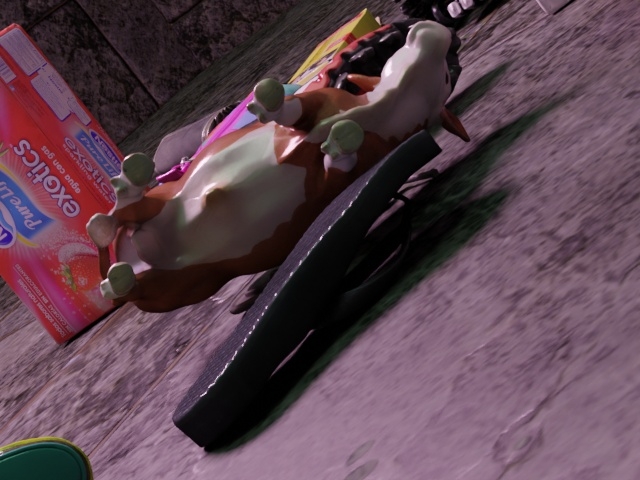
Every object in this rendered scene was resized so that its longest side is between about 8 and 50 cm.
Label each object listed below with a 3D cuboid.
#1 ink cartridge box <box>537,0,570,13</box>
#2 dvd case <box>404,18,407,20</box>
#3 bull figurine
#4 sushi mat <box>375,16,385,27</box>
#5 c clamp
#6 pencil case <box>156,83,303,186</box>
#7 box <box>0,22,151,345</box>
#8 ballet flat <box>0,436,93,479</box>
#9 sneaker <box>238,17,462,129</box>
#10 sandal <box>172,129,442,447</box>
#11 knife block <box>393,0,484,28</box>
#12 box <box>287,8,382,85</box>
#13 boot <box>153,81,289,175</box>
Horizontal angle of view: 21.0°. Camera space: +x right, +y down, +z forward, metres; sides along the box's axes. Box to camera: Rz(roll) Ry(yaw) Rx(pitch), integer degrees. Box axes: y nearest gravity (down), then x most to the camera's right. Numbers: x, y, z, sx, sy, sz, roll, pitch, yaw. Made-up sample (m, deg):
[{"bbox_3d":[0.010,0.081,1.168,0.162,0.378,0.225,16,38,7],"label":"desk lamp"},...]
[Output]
[{"bbox_3d":[0.259,-0.347,1.651,0.207,0.119,0.353,-36,11,14],"label":"ink cartridge box"},{"bbox_3d":[0.147,-0.300,2.154,0.087,0.013,0.119,-27,14,47],"label":"dvd case"},{"bbox_3d":[-0.030,-0.047,1.213,0.310,0.101,0.188,-36,-14,8],"label":"bull figurine"},{"bbox_3d":[-0.041,-0.190,2.309,0.316,0.019,0.151,-37,11,8],"label":"sushi mat"},{"bbox_3d":[0.000,0.000,1.287,0.160,0.022,0.137,-41,10,-21],"label":"c clamp"},{"bbox_3d":[-0.074,-0.072,1.663,0.104,0.104,0.236,-32,11,33],"label":"pencil case"},{"bbox_3d":[-0.299,-0.063,1.829,0.142,0.300,0.154,-35,11,17],"label":"box"},{"bbox_3d":[-0.236,0.208,1.062,0.231,0.077,0.077,-43,-6,-16],"label":"ballet flat"},{"bbox_3d":[0.002,-0.092,1.475,0.276,0.098,0.135,-43,13,-17],"label":"sneaker"},{"bbox_3d":[0.000,0.034,1.081,0.254,0.054,0.097,-53,8,-24],"label":"sandal"},{"bbox_3d":[0.188,-0.325,1.906,0.275,0.088,0.242,-40,11,-12],"label":"knife block"},{"bbox_3d":[0.019,-0.199,2.014,0.087,0.058,0.232,-35,10,24],"label":"box"},{"bbox_3d":[-0.142,-0.126,2.161,0.208,0.076,0.189,-12,11,41],"label":"boot"}]
